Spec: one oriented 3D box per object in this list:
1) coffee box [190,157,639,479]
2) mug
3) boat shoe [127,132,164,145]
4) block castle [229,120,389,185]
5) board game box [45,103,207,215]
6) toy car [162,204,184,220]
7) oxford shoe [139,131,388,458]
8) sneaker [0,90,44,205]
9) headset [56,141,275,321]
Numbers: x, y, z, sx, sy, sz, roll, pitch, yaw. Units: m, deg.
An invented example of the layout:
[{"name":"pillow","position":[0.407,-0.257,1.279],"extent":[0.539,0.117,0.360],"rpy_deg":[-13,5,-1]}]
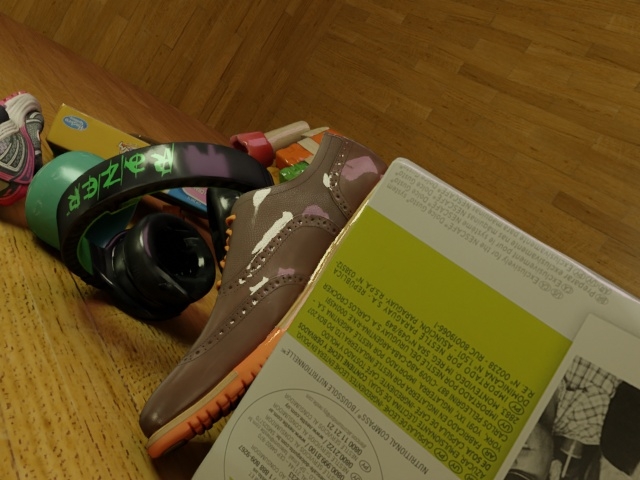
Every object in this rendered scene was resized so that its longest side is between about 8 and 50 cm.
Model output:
[{"name":"coffee box","position":[0.156,0.175,0.514],"extent":[0.338,0.334,0.337],"rpy_deg":[35,10,22]},{"name":"mug","position":[-0.316,-0.039,0.724],"extent":[0.097,0.158,0.129],"rpy_deg":[29,33,1]},{"name":"boat shoe","position":[-0.295,-0.139,1.260],"extent":[0.342,0.123,0.123],"rpy_deg":[21,-3,9]},{"name":"block castle","position":[0.000,0.000,1.021],"extent":[0.213,0.303,0.453],"rpy_deg":[-27,49,-28]},{"name":"board game box","position":[-0.318,-0.126,1.008],"extent":[0.316,0.064,0.242],"rpy_deg":[25,-6,-22]},{"name":"toy car","position":[-0.317,-0.049,1.050],"extent":[0.122,0.060,0.040],"rpy_deg":[14,58,-13]},{"name":"oxford shoe","position":[-0.056,0.038,0.545],"extent":[0.133,0.364,0.130],"rpy_deg":[39,-25,5]},{"name":"sneaker","position":[-0.447,-0.129,0.785],"extent":[0.112,0.121,0.299],"rpy_deg":[58,-1,-26]},{"name":"headset","position":[-0.137,0.032,0.691],"extent":[0.394,0.243,0.185],"rpy_deg":[50,19,-65]}]
